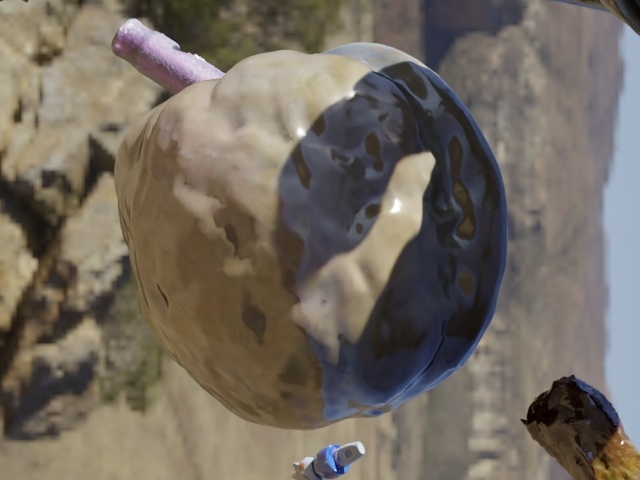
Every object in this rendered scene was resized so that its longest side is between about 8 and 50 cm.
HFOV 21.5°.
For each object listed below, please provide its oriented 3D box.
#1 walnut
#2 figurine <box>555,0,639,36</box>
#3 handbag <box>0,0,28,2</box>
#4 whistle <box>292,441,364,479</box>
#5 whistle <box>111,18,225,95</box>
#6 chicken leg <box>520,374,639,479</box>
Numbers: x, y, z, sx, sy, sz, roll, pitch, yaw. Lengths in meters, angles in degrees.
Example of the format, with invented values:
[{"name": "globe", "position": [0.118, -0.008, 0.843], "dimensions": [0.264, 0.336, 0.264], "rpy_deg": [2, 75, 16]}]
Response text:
[{"name": "walnut", "position": [-0.002, 0.001, 1.023], "dimensions": [0.248, 0.248, 0.248], "rpy_deg": [0, 90, -83]}, {"name": "figurine", "position": [0.233, -0.175, 0.926], "dimensions": [0.342, 0.167, 0.285], "rpy_deg": [39, -2, -30]}, {"name": "handbag", "position": [-0.222, -0.228, 0.958], "dimensions": [0.127, 0.063, 0.190], "rpy_deg": [44, -32, 26]}, {"name": "whistle", "position": [0.007, 0.194, 1.447], "dimensions": [0.029, 0.083, 0.033], "rpy_deg": [-4, 67, -49]}, {"name": "whistle", "position": [-0.072, -0.102, 1.185], "dimensions": [0.033, 0.176, 0.033], "rpy_deg": [-52, 166, -18]}, {"name": "chicken leg", "position": [0.238, 0.160, 0.872], "dimensions": [0.083, 0.322, 0.177], "rpy_deg": [45, 54, -49]}]
